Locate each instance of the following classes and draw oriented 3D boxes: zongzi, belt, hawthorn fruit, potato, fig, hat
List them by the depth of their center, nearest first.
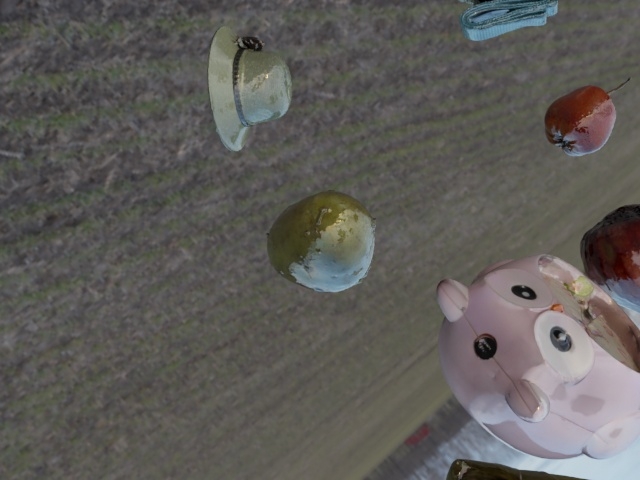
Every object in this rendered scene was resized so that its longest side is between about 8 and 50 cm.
[{"bbox_3d":[0.348,0.510,1.390,0.145,0.299,0.274,102,-4,-60],"label":"zongzi"},{"bbox_3d":[0.345,-0.433,1.570,0.179,0.100,0.065,-7,165,12],"label":"belt"},{"bbox_3d":[0.619,0.035,1.609,0.224,0.263,0.224,-47,-152,35],"label":"fig"},{"bbox_3d":[-0.127,-0.310,1.727,0.130,0.257,0.257,-1,173,13],"label":"hat"},{"bbox_3d":[0.612,-0.293,1.938,0.203,0.162,0.163,-45,167,-11],"label":"hawthorn fruit"},{"bbox_3d":[0.019,0.004,2.055,0.359,0.269,0.219,144,-40,-67],"label":"potato"}]

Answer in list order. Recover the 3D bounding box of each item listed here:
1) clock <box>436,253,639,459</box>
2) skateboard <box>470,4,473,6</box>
[{"bbox_3d":[0.341,0.193,1.367,0.376,0.368,0.250,11,128,-49],"label":"clock"},{"bbox_3d":[0.331,-0.465,1.653,0.064,0.083,0.032,52,45,-56],"label":"skateboard"}]
